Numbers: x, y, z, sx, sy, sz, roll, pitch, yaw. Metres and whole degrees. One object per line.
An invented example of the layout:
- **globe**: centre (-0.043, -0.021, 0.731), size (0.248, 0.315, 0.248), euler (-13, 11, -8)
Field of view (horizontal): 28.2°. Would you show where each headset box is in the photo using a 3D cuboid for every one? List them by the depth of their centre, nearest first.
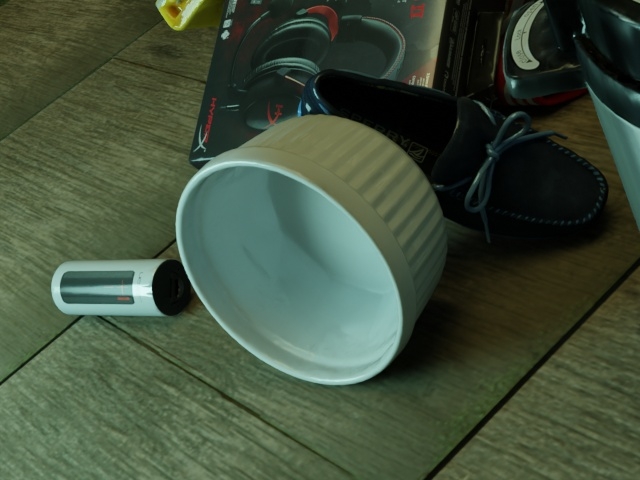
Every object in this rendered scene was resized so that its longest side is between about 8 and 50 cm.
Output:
- **headset box**: centre (0.039, -0.159, 1.198), size (0.293, 0.110, 0.218), euler (-2, 67, 35)

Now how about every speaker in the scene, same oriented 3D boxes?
- **speaker**: centre (-0.189, 0.045, 1.208), size (0.136, 0.055, 0.055), euler (-1, 41, 36)

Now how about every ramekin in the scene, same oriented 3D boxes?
- **ramekin**: centre (0.000, 0.000, 0.995), size (0.207, 0.207, 0.109), euler (0, 32, 38)

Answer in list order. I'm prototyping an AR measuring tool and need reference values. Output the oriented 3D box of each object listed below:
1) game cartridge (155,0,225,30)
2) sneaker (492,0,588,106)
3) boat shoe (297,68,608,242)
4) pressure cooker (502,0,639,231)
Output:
- **game cartridge**: centre (0.009, -0.344, 1.377), size (0.324, 0.052, 0.285), euler (-17, -23, -52)
- **sneaker**: centre (0.242, -0.204, 1.231), size (0.128, 0.087, 0.221), euler (17, 65, 39)
- **boat shoe**: centre (0.102, -0.064, 1.009), size (0.258, 0.089, 0.109), euler (14, 77, 4)
- **pressure cooker**: centre (0.324, -0.097, 0.672), size (0.370, 0.420, 0.375), euler (-36, 33, -14)
